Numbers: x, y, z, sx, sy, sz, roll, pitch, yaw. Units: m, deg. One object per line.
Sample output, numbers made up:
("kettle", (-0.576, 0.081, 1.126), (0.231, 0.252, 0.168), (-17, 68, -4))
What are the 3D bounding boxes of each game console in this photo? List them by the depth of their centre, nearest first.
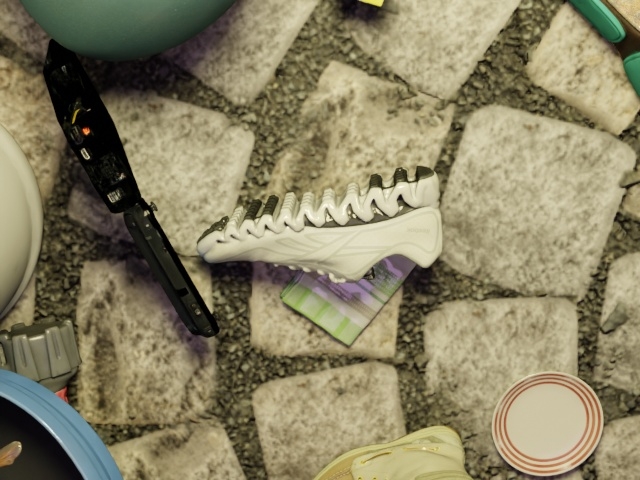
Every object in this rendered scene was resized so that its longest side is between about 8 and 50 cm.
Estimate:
("game console", (-0.207, -0.046, 1.298), (0.044, 0.213, 0.361), (-27, 123, -3))

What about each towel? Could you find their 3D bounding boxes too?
("towel", (0.038, 0.042, 1.406), (0.113, 0.023, 0.152), (36, 101, -10))

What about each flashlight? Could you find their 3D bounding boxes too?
("flashlight", (-0.306, 0.246, 1.416), (0.103, 0.103, 0.304), (-3, 103, 27))

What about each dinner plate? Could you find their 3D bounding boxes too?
("dinner plate", (0.284, 0.229, 1.467), (0.141, 0.017, 0.141), (-1, 106, -2))

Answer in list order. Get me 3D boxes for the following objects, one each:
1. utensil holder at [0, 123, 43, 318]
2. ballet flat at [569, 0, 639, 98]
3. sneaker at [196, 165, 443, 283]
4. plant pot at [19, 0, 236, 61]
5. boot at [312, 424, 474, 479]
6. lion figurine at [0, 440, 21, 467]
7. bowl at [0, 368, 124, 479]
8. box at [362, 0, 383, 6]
("utensil holder", (-0.483, 0.024, 1.198), (0.327, 0.385, 0.328), (-1, 106, -2))
("ballet flat", (0.374, -0.238, 1.303), (0.106, 0.107, 0.316), (-41, 103, -5))
("sneaker", (0.000, 0.000, 1.337), (0.292, 0.110, 0.118), (-10, 106, 12))
("plant pot", (-0.210, -0.299, 1.200), (0.290, 0.290, 0.195), (24, 139, -8))
("boot", (0.082, 0.307, 1.405), (0.213, 0.165, 0.077), (-23, 104, 3))
("lion figurine", (-0.515, 0.272, 1.219), (0.392, 0.142, 0.240), (-37, 136, 28))
("bowl", (-0.390, 0.329, 1.376), (0.391, 0.077, 0.391), (6, 107, 21))
("box", (0.076, -0.374, 1.263), (0.058, 0.087, 0.232), (17, 105, -4))
